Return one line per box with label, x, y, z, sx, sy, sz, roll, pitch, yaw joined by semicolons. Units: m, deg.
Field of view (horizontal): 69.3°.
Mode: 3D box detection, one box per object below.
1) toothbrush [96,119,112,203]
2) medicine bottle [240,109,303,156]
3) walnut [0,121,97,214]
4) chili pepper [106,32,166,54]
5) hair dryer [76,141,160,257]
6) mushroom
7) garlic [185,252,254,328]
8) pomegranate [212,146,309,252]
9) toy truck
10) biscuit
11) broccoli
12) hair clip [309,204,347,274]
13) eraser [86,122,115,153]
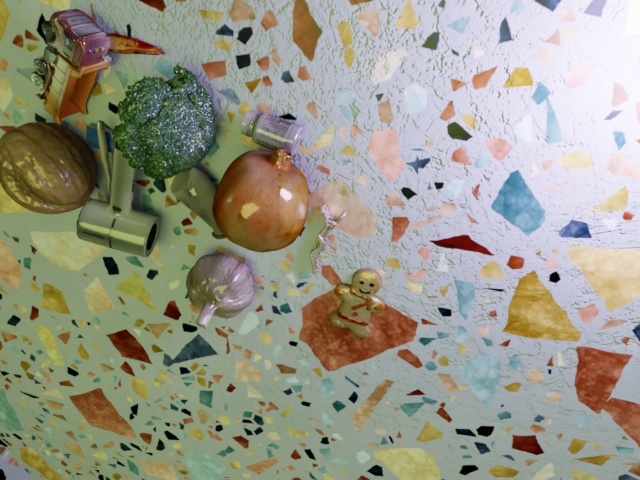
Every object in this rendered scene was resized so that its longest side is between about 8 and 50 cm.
toothbrush;-0.601;-0.199;1.317;0.030;0.025;0.307;11;129;0
medicine bottle;-0.120;-0.265;1.138;0.140;0.079;0.079;22;121;3
walnut;-0.747;-0.196;1.277;0.257;0.257;0.224;54;150;-16
chili pepper;-0.461;-0.481;1.145;0.178;0.027;0.045;12;125;9
hair dryer;-0.547;-0.133;1.288;0.203;0.128;0.362;17;119;-5
mushroom;-0.314;-0.106;1.281;0.116;0.093;0.225;-26;118;38
garlic;-0.305;0.161;1.347;0.219;0.212;0.218;7;125;10
pomegranate;-0.134;-0.109;1.128;0.229;0.252;0.270;22;116;-2
toy truck;-0.623;-0.428;1.155;0.135;0.114;0.270;42;129;-5
biscuit;0.109;0.180;1.347;0.153;0.030;0.234;22;122;1
broccoli;-0.383;-0.284;1.136;0.241;0.261;0.269;41;164;18
hair clip;0.000;0.000;1.276;0.072;0.034;0.226;27;123;4
eraser;-0.609;-0.284;1.293;0.085;0.027;0.063;18;120;5
